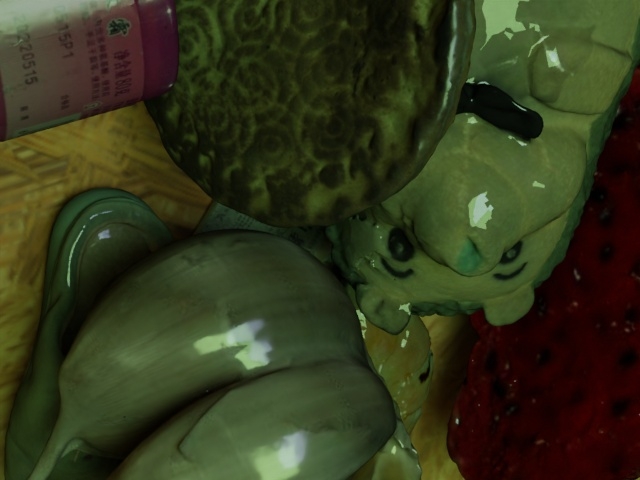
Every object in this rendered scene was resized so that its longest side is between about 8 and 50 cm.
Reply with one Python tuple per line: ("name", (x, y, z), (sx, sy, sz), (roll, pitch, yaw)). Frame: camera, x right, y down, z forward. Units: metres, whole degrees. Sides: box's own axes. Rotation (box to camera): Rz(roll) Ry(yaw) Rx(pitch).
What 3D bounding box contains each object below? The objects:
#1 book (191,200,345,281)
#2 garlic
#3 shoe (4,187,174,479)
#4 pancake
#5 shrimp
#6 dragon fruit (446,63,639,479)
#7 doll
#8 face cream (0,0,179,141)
("book", (0.000, 0.000, 1.418), (0.172, 0.012, 0.118), (30, 94, -24))
("garlic", (-0.063, 0.126, 1.292), (0.292, 0.210, 0.237), (-7, 146, -34))
("shoe", (-0.154, 0.091, 1.341), (0.103, 0.100, 0.251), (7, 98, -19))
("pancake", (-0.019, -0.150, 1.238), (0.033, 0.288, 0.286), (5, 87, -50))
("shrimp", (-0.012, 0.151, 1.429), (0.145, 0.061, 0.267), (28, 94, -31))
("dragon fruit", (0.238, 0.021, 1.469), (0.286, 0.228, 0.329), (-5, 78, -49))
("doll", (0.097, -0.112, 1.304), (0.247, 0.247, 0.349), (2, 110, -20))
("face cream", (-0.204, -0.151, 1.217), (0.195, 0.175, 0.175), (-17, 109, -16))
